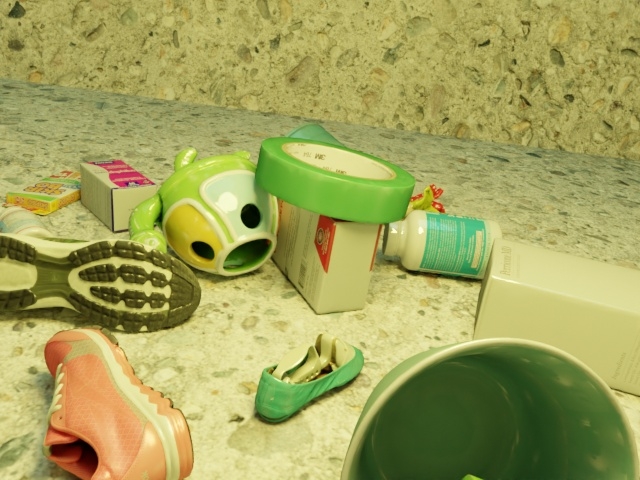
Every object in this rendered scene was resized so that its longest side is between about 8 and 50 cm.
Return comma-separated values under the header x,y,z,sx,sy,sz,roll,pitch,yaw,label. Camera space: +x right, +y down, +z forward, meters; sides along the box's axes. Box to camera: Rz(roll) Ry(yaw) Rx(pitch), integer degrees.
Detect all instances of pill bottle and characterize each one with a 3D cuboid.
x,y,z,sx,sy,sz,roll,pitch,yaw,label
-0.608,-0.012,1.186,0.087,0.087,0.160,-11,29,-38,pill bottle
0.284,0.007,1.374,0.263,0.146,0.146,8,23,-2,pill bottle

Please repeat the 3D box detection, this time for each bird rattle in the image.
x,y,z,sx,sy,sz,roll,pitch,yaw,label
0.259,-0.105,1.671,0.206,0.143,0.253,-6,18,9,bird rattle

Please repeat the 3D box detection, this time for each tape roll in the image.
x,y,z,sx,sy,sz,roll,pitch,yaw,label
0.029,-0.130,1.183,0.321,0.077,0.321,12,20,-4,tape roll

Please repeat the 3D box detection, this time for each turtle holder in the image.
x,y,z,sx,sy,sz,roll,pitch,yaw,label
-0.226,-0.050,1.206,0.320,0.243,0.227,12,36,-55,turtle holder

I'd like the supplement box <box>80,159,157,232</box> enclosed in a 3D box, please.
x,y,z,sx,sy,sz,roll,pitch,yaw,label
-0.504,-0.115,1.435,0.111,0.114,0.220,-13,29,-39,supplement box

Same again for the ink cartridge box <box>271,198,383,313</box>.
x,y,z,sx,sy,sz,roll,pitch,yaw,label
0.000,0.000,1.225,0.114,0.197,0.273,-1,25,-28,ink cartridge box

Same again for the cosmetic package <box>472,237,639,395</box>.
x,y,z,sx,sy,sz,roll,pitch,yaw,label
0.538,0.150,1.106,0.452,0.162,0.230,13,23,14,cosmetic package

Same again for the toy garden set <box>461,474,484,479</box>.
x,y,z,sx,sy,sz,roll,pitch,yaw,label
0.218,0.326,0.460,0.203,0.049,0.244,23,37,-8,toy garden set

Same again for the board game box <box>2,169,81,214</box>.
x,y,z,sx,sy,sz,roll,pitch,yaw,label
-0.688,-0.128,1.506,0.124,0.039,0.259,12,26,9,board game box

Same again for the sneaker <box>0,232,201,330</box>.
x,y,z,sx,sy,sz,roll,pitch,yaw,label
-0.417,0.056,1.048,0.410,0.158,0.182,11,5,-7,sneaker

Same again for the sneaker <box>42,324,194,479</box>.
x,y,z,sx,sy,sz,roll,pitch,yaw,label
-0.298,0.209,0.734,0.313,0.116,0.136,26,30,36,sneaker

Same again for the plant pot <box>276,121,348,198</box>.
x,y,z,sx,sy,sz,roll,pitch,yaw,label
0.019,-0.117,1.456,0.255,0.272,0.271,36,32,23,plant pot

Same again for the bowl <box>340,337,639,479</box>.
x,y,z,sx,sy,sz,roll,pitch,yaw,label
0.159,0.242,0.642,0.311,0.312,0.163,5,4,-9,bowl

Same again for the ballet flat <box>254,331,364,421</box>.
x,y,z,sx,sy,sz,roll,pitch,yaw,label
-0.003,0.194,0.907,0.083,0.087,0.247,23,27,32,ballet flat
